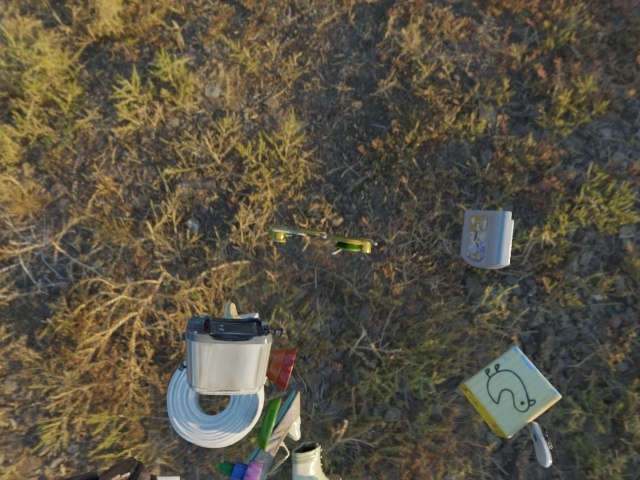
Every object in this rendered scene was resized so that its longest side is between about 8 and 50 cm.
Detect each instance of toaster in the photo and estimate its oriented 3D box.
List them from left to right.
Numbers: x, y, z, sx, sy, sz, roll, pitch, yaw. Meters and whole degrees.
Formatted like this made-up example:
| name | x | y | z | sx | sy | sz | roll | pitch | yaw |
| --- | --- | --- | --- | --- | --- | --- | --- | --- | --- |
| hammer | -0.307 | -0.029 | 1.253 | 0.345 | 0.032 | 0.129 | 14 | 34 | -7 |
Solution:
| name | x | y | z | sx | sy | sz | roll | pitch | yaw |
| --- | --- | --- | --- | --- | --- | --- | --- | --- | --- |
| toaster | -0.202 | 0.258 | 1.021 | 0.227 | 0.129 | 0.146 | 5 | 103 | -16 |

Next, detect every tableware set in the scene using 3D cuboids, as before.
| name | x | y | z | sx | sy | sz | roll | pitch | yaw |
| --- | --- | --- | --- | --- | --- | --- | --- | --- | --- |
| tableware set | 0.000 | 0.000 | 0.648 | 0.154 | 0.104 | 0.024 | 7 | 96 | -7 |

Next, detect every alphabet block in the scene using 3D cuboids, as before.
| name | x | y | z | sx | sy | sz | roll | pitch | yaw |
| --- | --- | --- | --- | --- | --- | --- | --- | --- | --- |
| alphabet block | 0.570 | 0.465 | 1.383 | 0.197 | 0.193 | 0.192 | -36 | 65 | -4 |

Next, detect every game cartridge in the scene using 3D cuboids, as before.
| name | x | y | z | sx | sy | sz | roll | pitch | yaw |
| --- | --- | --- | --- | --- | --- | --- | --- | --- | --- |
| game cartridge | 0.557 | -0.005 | 1.533 | 0.062 | 0.297 | 0.198 | 8 | 93 | -5 |

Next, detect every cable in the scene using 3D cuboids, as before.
| name | x | y | z | sx | sy | sz | roll | pitch | yaw |
| --- | --- | --- | --- | --- | --- | --- | --- | --- | --- |
| cable | -0.282 | 0.422 | 1.215 | 0.257 | 0.089 | 0.257 | 6 | 71 | 3 |

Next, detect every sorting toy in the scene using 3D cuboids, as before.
| name | x | y | z | sx | sy | sz | roll | pitch | yaw |
| --- | --- | --- | --- | --- | --- | --- | --- | --- | --- |
| sorting toy | -0.165 | 0.419 | 1.130 | 0.126 | 0.127 | 0.365 | 18 | 51 | 1 |

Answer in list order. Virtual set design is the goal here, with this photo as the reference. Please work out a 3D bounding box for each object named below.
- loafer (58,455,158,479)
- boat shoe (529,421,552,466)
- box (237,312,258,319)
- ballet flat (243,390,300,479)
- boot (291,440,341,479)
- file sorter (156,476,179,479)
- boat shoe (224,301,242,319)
| name | x | y | z | sx | sy | sz | roll | pitch | yaw |
| --- | --- | --- | --- | --- | --- | --- | --- | --- | --- |
| loafer | -0.226 | 0.240 | 0.344 | 0.109 | 0.302 | 0.095 | -30 | 89 | 7 |
| boat shoe | 0.604 | 0.550 | 1.217 | 0.040 | 0.049 | 0.142 | 11 | 25 | 6 |
| box | -0.286 | 0.345 | 1.742 | 0.087 | 0.102 | 0.101 | -8 | 97 | 6 |
| ballet flat | -0.134 | 0.658 | 1.501 | 0.106 | 0.107 | 0.316 | 37 | 65 | 1 |
| boot | -0.010 | 0.700 | 1.376 | 0.077 | 0.213 | 0.165 | -7 | 79 | 43 |
| file sorter | -0.491 | 0.728 | 1.140 | 0.193 | 0.277 | 0.173 | 12 | 45 | -23 |
| boat shoe | -0.262 | 0.256 | 1.390 | 0.045 | 0.050 | 0.135 | -14 | 80 | 23 |
